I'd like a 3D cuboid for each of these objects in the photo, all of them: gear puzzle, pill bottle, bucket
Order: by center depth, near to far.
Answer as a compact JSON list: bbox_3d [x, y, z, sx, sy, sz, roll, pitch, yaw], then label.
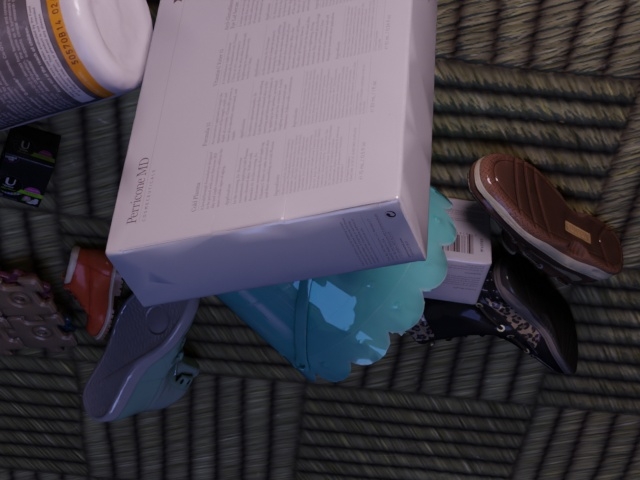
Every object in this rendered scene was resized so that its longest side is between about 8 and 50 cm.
[{"bbox_3d":[-0.327,-0.200,1.571,0.278,0.162,0.162,-13,138,21],"label":"pill bottle"},{"bbox_3d":[0.000,0.000,1.708,0.183,0.281,0.281,37,132,-27],"label":"bucket"},{"bbox_3d":[-0.506,0.095,2.060,0.338,0.044,0.175,-3,142,15],"label":"gear puzzle"}]

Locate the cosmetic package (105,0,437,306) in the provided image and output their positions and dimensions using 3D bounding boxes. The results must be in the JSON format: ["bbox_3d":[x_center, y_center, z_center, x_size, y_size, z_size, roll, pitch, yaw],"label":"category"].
[{"bbox_3d":[-0.036,-0.128,1.457,0.284,0.377,0.097,-8,139,17],"label":"cosmetic package"}]

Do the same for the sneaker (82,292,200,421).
[{"bbox_3d":[-0.211,0.139,2.060,0.151,0.094,0.256,-3,136,-52],"label":"sneaker"}]

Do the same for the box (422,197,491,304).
[{"bbox_3d":[0.149,0.010,1.826,0.101,0.102,0.087,8,139,-4],"label":"box"}]

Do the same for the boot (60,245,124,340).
[{"bbox_3d":[-0.304,0.067,1.989,0.084,0.059,0.158,13,132,-5],"label":"boot"}]

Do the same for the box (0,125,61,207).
[{"bbox_3d":[-0.353,-0.090,1.798,0.062,0.052,0.083,16,139,-16],"label":"box"}]

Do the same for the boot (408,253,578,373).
[{"bbox_3d":[0.222,0.107,1.961,0.178,0.085,0.236,-13,140,29],"label":"boot"}]

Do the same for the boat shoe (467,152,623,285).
[{"bbox_3d":[0.251,-0.012,1.797,0.257,0.095,0.095,34,139,-32],"label":"boat shoe"}]
